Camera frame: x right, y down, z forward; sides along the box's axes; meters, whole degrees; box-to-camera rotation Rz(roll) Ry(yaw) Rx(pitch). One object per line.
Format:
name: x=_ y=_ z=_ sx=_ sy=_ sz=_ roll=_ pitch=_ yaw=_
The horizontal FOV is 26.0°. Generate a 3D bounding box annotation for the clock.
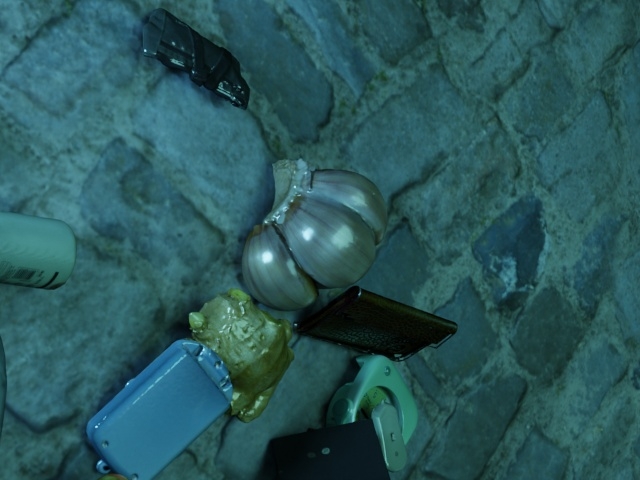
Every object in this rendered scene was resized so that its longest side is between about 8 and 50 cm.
clock: x=0.067 y=0.276 z=2.104 sx=0.188 sy=0.060 sz=0.148 roll=-50 pitch=124 yaw=-38

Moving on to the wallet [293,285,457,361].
wallet: x=0.087 y=0.133 z=2.083 sx=0.243 sy=0.132 sz=0.039 roll=20 pitch=47 yaw=-47

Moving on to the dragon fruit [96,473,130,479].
dragon fruit: x=-0.204 y=0.442 z=1.674 sx=0.243 sy=0.227 sz=0.307 roll=25 pitch=49 yaw=-54

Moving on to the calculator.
calculator: x=-0.204 y=0.221 z=1.765 sx=0.210 sy=0.039 sz=0.121 roll=-43 pitch=117 yaw=-13

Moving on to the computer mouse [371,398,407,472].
computer mouse: x=0.096 y=0.291 z=2.067 sx=0.056 sy=0.032 sz=0.110 roll=-9 pitch=86 yaw=-47

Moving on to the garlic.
garlic: x=0.000 y=0.000 z=1.967 sx=0.191 sy=0.160 sz=0.214 roll=40 pitch=55 yaw=-28

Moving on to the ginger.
ginger: x=-0.117 y=0.147 z=1.871 sx=0.157 sy=0.102 sz=0.216 roll=-50 pitch=134 yaw=-5

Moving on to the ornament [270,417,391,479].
ornament: x=0.023 y=0.383 z=1.998 sx=0.166 sy=0.153 sz=0.196 roll=-105 pitch=-174 yaw=-50

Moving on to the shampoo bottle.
shampoo bottle: x=-0.401 y=0.002 z=1.564 sx=0.262 sy=0.085 sz=0.085 roll=11 pitch=80 yaw=-48

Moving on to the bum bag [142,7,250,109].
bum bag: x=-0.170 y=-0.244 z=1.874 sx=0.197 sy=0.049 sz=0.087 roll=28 pitch=51 yaw=-41

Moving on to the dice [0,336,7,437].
dice: x=-0.510 y=0.150 z=1.236 sx=0.330 sy=0.348 sz=0.328 roll=29 pitch=65 yaw=-46
